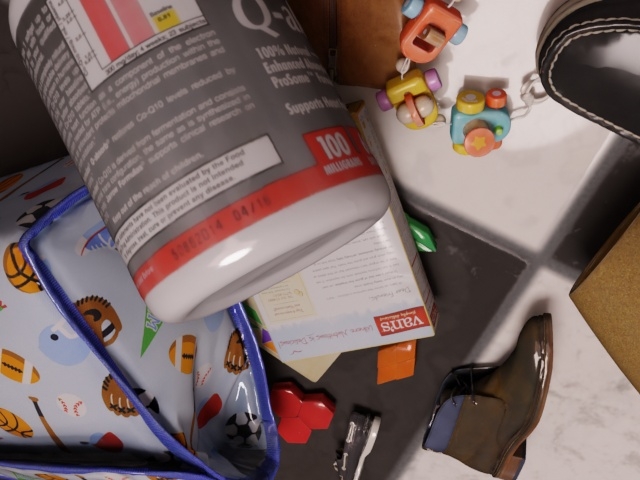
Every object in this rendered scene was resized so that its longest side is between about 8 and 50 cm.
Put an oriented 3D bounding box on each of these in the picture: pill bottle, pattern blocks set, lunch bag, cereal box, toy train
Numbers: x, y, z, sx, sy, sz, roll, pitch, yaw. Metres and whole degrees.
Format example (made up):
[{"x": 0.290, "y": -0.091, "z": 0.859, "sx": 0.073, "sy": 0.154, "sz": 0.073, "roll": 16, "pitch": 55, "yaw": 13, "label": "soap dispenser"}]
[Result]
[{"x": -0.115, "y": -0.135, "z": 0.634, "sx": 0.210, "sy": 0.210, "sz": 0.362, "roll": -32, "pitch": 83, "yaw": 27, "label": "pill bottle"}, {"x": -0.021, "y": 0.064, "z": 0.864, "sx": 0.285, "sy": 0.026, "sz": 0.325, "roll": 41, "pitch": 120, "yaw": -7, "label": "pattern blocks set"}, {"x": -0.254, "y": 0.128, "z": 0.840, "sx": 0.328, "sy": 0.239, "sz": 0.385, "roll": -9, "pitch": 121, "yaw": 32, "label": "lunch bag"}, {"x": 0.000, "y": 0.000, "z": 0.783, "sx": 0.173, "sy": 0.047, "sz": 0.240, "roll": -13, "pitch": 112, "yaw": 21, "label": "cereal box"}, {"x": 0.120, "y": -0.131, "z": 0.679, "sx": 0.166, "sy": 0.046, "sz": 0.125, "roll": 27, "pitch": 128, "yaw": -24, "label": "toy train"}]

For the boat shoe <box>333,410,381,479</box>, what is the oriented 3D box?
[{"x": 0.036, "y": 0.254, "z": 0.936, "sx": 0.038, "sy": 0.046, "sz": 0.125, "roll": 20, "pitch": 117, "yaw": 6, "label": "boat shoe"}]

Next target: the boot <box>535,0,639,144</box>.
[{"x": 0.324, "y": -0.037, "z": 0.554, "sx": 0.378, "sy": 0.284, "sz": 0.138, "roll": 21, "pitch": 138, "yaw": 4, "label": "boot"}]

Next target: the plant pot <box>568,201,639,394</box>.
[{"x": 0.351, "y": 0.078, "z": 0.672, "sx": 0.254, "sy": 0.237, "sz": 0.237, "roll": 38, "pitch": 122, "yaw": 13, "label": "plant pot"}]

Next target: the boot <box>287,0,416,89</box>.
[{"x": 0.067, "y": -0.250, "z": 0.640, "sx": 0.264, "sy": 0.096, "sz": 0.280, "roll": 4, "pitch": 120, "yaw": 11, "label": "boot"}]

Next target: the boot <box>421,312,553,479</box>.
[{"x": 0.173, "y": 0.161, "z": 0.828, "sx": 0.106, "sy": 0.082, "sz": 0.219, "roll": 11, "pitch": 121, "yaw": 7, "label": "boot"}]
